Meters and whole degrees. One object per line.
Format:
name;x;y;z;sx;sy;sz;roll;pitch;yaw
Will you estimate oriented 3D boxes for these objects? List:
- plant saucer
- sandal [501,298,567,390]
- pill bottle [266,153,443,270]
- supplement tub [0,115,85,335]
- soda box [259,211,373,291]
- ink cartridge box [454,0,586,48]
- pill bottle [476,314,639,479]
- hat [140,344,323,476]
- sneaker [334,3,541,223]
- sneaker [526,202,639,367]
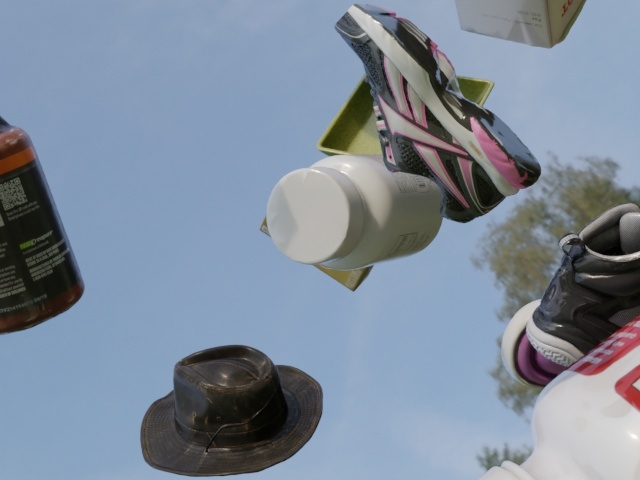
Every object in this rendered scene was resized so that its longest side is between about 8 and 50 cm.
plant saucer;0.118;-0.154;1.319;0.188;0.188;0.045;-58;-32;-34
sandal;0.436;0.158;1.229;0.417;0.102;0.169;-1;-71;-8
pill bottle;0.041;-0.033;1.114;0.229;0.131;0.131;-9;-49;-60
supplement tub;-0.279;-0.026;0.827;0.106;0.106;0.197;-21;-73;-19
soda box;0.000;0.000;1.514;0.061;0.181;0.058;-42;-17;-56
ink cartridge box;0.141;-0.248;0.653;0.139;0.082;0.190;-57;-32;-24
pill bottle;0.313;0.146;0.731;0.408;0.229;0.229;-34;-45;-7
hat;-0.165;0.258;1.641;0.331;0.331;0.133;-24;-61;-17
sneaker;0.062;-0.085;0.668;0.077;0.178;0.072;-44;-15;25
sneaker;0.345;0.046;0.971;0.269;0.101;0.153;-1;-61;-14
